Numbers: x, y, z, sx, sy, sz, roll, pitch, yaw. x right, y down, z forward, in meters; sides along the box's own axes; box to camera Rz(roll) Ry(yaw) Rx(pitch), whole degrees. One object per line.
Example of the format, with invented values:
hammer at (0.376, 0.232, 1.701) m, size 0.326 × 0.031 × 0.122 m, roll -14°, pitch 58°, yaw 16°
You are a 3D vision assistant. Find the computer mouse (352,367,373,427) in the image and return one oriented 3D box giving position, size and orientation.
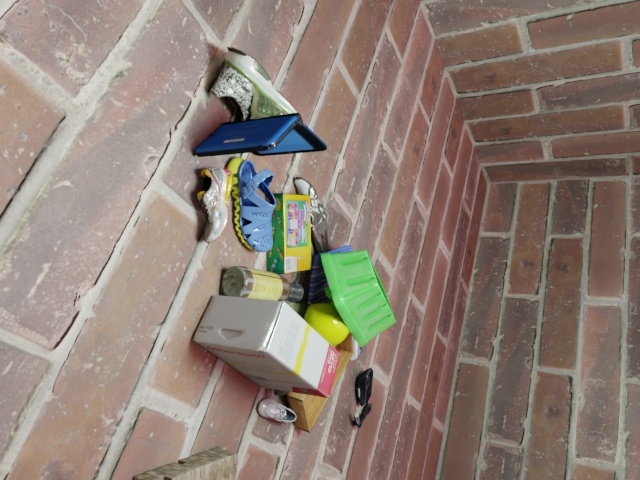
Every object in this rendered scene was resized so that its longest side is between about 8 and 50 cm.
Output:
computer mouse at (0.179, 0.709, 2.313) m, size 0.184 × 0.060 × 0.262 m, roll -41°, pitch 135°, yaw -55°

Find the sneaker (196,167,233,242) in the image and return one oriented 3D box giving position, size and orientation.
sneaker at (-0.323, -0.104, 1.501) m, size 0.093 × 0.088 × 0.225 m, roll 8°, pitch 83°, yaw -37°

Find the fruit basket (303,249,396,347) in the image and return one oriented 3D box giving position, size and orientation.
fruit basket at (0.065, 0.250, 1.905) m, size 0.392 × 0.392 × 0.283 m, roll 49°, pitch 19°, yaw -46°

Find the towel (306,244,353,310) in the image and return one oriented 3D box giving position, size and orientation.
towel at (0.034, 0.191, 2.015) m, size 0.243 × 0.040 × 0.335 m, roll -16°, pitch 118°, yaw -53°

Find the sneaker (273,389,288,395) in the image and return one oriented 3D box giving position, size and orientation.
sneaker at (-0.138, 0.458, 1.804) m, size 0.064 × 0.086 × 0.192 m, roll 31°, pitch 33°, yaw -28°

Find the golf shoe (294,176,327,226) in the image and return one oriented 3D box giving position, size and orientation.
golf shoe at (-0.053, -0.141, 1.911) m, size 0.094 × 0.077 × 0.198 m, roll -38°, pitch 108°, yaw -25°

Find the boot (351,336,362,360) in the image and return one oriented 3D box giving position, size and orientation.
boot at (0.148, 0.425, 2.260) m, size 0.086 × 0.069 × 0.189 m, roll -23°, pitch 118°, yaw -63°

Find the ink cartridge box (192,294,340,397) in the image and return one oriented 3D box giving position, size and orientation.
ink cartridge box at (-0.152, 0.328, 1.576) m, size 0.384 × 0.279 × 0.160 m, roll 51°, pitch 49°, yaw -45°

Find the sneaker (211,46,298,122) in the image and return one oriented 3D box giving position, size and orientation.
sneaker at (-0.213, -0.423, 1.648) m, size 0.182 × 0.158 × 0.410 m, roll -50°, pitch 141°, yaw -2°

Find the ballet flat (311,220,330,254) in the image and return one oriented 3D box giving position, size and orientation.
ballet flat at (0.000, 0.000, 2.028) m, size 0.084 × 0.058 × 0.249 m, roll -29°, pitch 110°, yaw -36°

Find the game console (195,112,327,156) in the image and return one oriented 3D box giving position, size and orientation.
game console at (-0.172, -0.268, 1.523) m, size 0.250 × 0.293 × 0.173 m, roll -56°, pitch 135°, yaw -40°

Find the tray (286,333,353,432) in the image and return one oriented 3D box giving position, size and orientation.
tray at (0.009, 0.509, 1.995) m, size 0.411 × 0.076 × 0.202 m, roll -54°, pitch 146°, yaw -44°

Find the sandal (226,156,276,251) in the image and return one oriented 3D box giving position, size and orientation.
sandal at (-0.200, -0.108, 1.629) m, size 0.126 × 0.138 × 0.317 m, roll -41°, pitch 126°, yaw -52°

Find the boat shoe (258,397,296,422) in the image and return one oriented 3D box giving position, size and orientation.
boat shoe at (-0.147, 0.600, 1.790) m, size 0.184 × 0.063 × 0.066 m, roll 51°, pitch 50°, yaw -46°

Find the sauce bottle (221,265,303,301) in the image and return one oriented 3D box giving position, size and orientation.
sauce bottle at (-0.175, 0.158, 1.694) m, size 0.344 × 0.111 × 0.111 m, roll 20°, pitch 73°, yaw -55°

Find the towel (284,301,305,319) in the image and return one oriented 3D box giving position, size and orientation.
towel at (-0.103, 0.280, 1.888) m, size 0.148 × 0.027 × 0.110 m, roll 13°, pitch 80°, yaw -58°

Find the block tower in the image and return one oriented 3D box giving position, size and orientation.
block tower at (-0.365, 0.663, 1.423) m, size 0.335 × 0.097 × 0.090 m, roll 8°, pitch 84°, yaw -58°

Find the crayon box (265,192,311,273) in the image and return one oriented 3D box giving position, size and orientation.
crayon box at (-0.111, -0.026, 1.819) m, size 0.165 × 0.081 × 0.278 m, roll -4°, pitch 94°, yaw -58°
